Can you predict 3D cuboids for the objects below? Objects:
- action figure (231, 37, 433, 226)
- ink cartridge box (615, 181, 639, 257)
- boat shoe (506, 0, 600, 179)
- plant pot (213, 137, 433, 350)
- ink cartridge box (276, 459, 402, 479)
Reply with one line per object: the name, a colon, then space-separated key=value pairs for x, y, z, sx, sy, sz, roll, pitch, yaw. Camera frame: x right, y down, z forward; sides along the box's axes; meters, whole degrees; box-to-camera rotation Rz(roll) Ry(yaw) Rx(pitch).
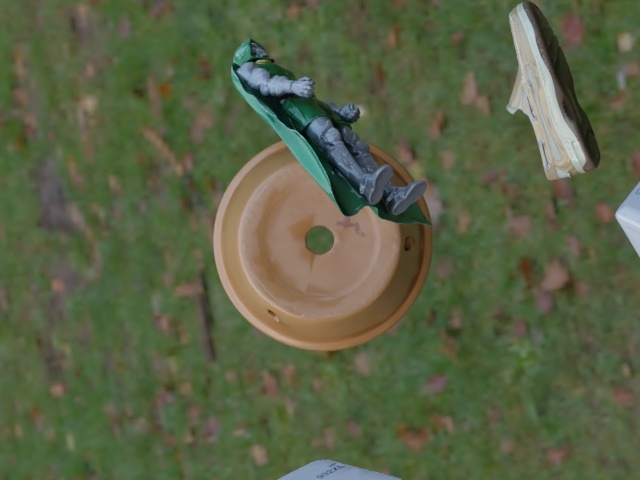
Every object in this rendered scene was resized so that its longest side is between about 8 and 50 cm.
action figure: x=-0.007 y=-0.100 z=1.412 sx=0.063 sy=0.137 sz=0.232 roll=-53 pitch=53 yaw=11
ink cartridge box: x=0.469 y=0.114 z=1.558 sx=0.385 sy=0.091 sz=0.308 roll=50 pitch=169 yaw=-35
boat shoe: x=0.225 y=-0.152 z=1.760 sx=0.072 sy=0.068 sz=0.190 roll=-19 pitch=93 yaw=26
plant pot: x=0.000 y=0.000 z=2.134 sx=0.203 sy=0.291 sz=0.290 roll=19 pitch=-120 yaw=-88
ink cartridge box: x=-0.007 y=0.426 z=1.846 sx=0.129 sy=0.223 sz=0.307 roll=6 pitch=110 yaw=45
